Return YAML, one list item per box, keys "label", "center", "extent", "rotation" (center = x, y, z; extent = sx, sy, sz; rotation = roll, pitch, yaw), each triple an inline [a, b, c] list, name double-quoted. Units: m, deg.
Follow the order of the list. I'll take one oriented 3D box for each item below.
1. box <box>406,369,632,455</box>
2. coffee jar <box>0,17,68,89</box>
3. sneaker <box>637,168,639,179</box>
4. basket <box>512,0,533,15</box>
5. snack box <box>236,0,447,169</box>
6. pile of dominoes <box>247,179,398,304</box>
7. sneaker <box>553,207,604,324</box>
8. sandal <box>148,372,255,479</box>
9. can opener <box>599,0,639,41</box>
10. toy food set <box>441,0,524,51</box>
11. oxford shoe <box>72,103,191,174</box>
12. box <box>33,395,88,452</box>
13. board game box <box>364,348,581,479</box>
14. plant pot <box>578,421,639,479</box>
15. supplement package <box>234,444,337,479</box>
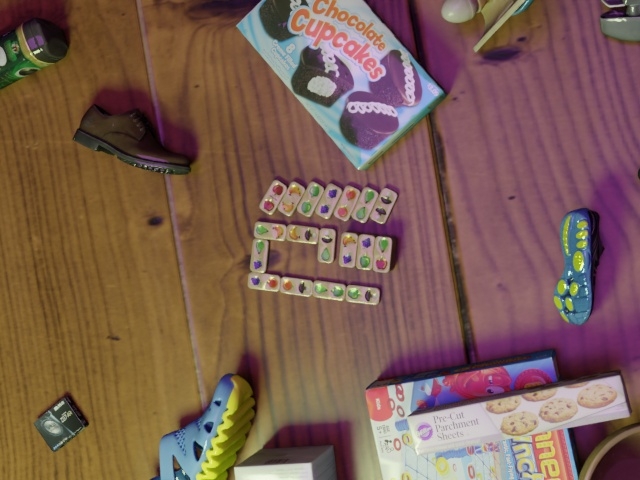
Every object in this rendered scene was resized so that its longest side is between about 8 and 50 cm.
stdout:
- label: "box"
  center: [0.293, 0.257, 1.520]
  extent: [0.324, 0.063, 0.067]
  rotation: [-13, 87, 16]
- label: "coffee jar"
  center: [-0.547, -0.329, 1.820]
  extent: [0.184, 0.096, 0.079]
  rotation: [-21, 88, 15]
- label: "sneaker"
  center: [0.527, -0.192, 1.520]
  extent: [0.130, 0.087, 0.227]
  rotation: [40, 99, 13]
- label: "basket"
  center: [0.297, -0.516, 1.531]
  extent: [0.255, 0.201, 0.289]
  rotation: [51, 131, 7]
- label: "snack box"
  center: [0.033, -0.295, 1.671]
  extent: [0.187, 0.060, 0.322]
  rotation: [-42, 80, 13]
- label: "pile of dominoes"
  center: [0.000, 0.000, 1.700]
  extent: [0.251, 0.040, 0.196]
  rotation: [6, 94, 15]
- label: "sneaker"
  center: [0.405, 0.042, 1.568]
  extent: [0.067, 0.078, 0.188]
  rotation: [16, 112, 44]
- label: "sandal"
  center: [-0.217, 0.364, 1.735]
  extent: [0.138, 0.126, 0.317]
  rotation: [27, 97, 18]
- label: "can opener"
  center: [0.563, -0.357, 1.523]
  extent: [0.283, 0.076, 0.095]
  rotation: [-2, 123, 16]
- label: "toy food set"
  center: [0.184, -0.443, 1.521]
  extent: [0.092, 0.220, 0.306]
  rotation: [-36, 88, -13]
- label: "oxford shoe"
  center: [-0.318, -0.177, 1.767]
  extent: [0.227, 0.083, 0.096]
  rotation: [23, 94, 13]
- label: "box"
  center: [-0.472, 0.334, 1.858]
  extent: [0.083, 0.018, 0.067]
  rotation: [-39, 82, 14]
- label: "board game box"
  center: [0.251, 0.351, 1.613]
  extent: [0.301, 0.086, 0.308]
  rotation: [-13, 88, 16]
- label: "plant pot"
  center: [0.483, 0.382, 1.518]
  extent: [0.237, 0.110, 0.237]
  rotation: [0, 89, -6]
- label: "supplement package"
  center: [-0.044, 0.473, 1.678]
  extent: [0.139, 0.134, 0.244]
  rotation: [-7, 90, 17]
